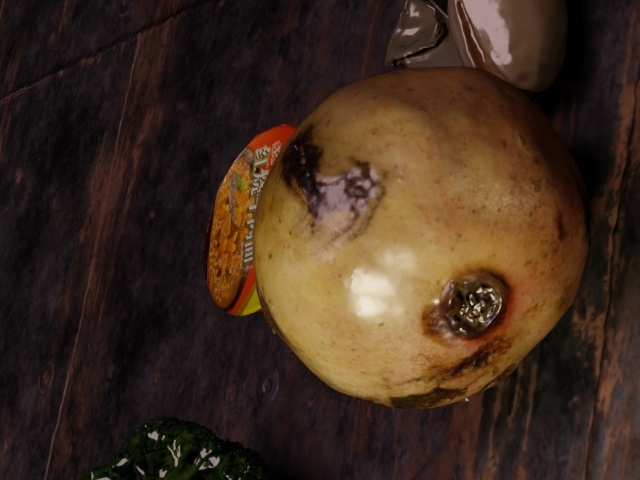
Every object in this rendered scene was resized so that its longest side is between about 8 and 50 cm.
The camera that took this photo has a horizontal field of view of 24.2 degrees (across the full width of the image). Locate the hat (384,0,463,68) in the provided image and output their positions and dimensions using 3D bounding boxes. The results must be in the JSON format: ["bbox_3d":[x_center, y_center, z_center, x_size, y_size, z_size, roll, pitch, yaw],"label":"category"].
[{"bbox_3d":[0.137,-0.233,1.632,0.175,0.085,0.147,46,148,33],"label":"hat"}]

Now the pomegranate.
[{"bbox_3d":[0.089,-0.004,1.361,0.322,0.322,0.322,-31,50,46],"label":"pomegranate"}]

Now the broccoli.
[{"bbox_3d":[-0.161,0.339,1.603,0.297,0.297,0.297,5,101,28],"label":"broccoli"}]

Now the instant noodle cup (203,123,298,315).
[{"bbox_3d":[0.000,0.000,1.611,0.213,0.174,0.213,-29,52,45],"label":"instant noodle cup"}]

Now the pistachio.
[{"bbox_3d":[0.184,-0.216,1.486,0.124,0.124,0.185,-38,47,41],"label":"pistachio"}]
